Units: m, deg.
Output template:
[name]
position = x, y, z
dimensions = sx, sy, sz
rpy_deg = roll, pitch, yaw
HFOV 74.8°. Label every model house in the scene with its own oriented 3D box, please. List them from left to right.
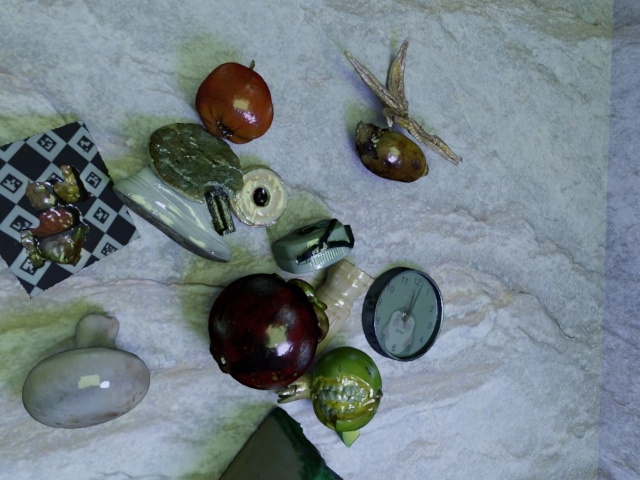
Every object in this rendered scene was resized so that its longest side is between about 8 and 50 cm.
[model house]
position = -0.045, 0.705, 1.059
dimensions = 0.342, 0.382, 0.335
rpy_deg = 46, 73, -18

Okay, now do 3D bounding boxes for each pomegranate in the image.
[pomegranate]
position = 0.027, 0.420, 1.197
dimensions = 0.301, 0.236, 0.236
rpy_deg = 0, 93, 7

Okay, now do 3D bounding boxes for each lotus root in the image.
[lotus root]
position = 0.228, -0.256, 1.301
dimensions = 0.314, 0.169, 0.142
rpy_deg = 20, 98, -31

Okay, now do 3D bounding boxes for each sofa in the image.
[sofa]
position = -0.261, -0.073, 1.090
dimensions = 0.039, 0.060, 0.118
rpy_deg = -22, 102, -31

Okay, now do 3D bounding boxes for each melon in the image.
[melon]
position = 0.111, 0.531, 1.329
dimensions = 0.209, 0.064, 0.118
rpy_deg = -46, 112, -23

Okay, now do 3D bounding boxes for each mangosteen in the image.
[mangosteen]
position = -0.129, 0.220, 1.052
dimensions = 0.311, 0.311, 0.312
rpy_deg = -1, 93, -30

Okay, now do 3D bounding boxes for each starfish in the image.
[starfish]
position = 0.263, -0.424, 1.294
dimensions = 0.383, 0.132, 0.399
rpy_deg = 0, 72, -51

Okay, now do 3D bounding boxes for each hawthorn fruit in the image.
[hawthorn fruit]
position = -0.203, -0.360, 1.046
dimensions = 0.196, 0.196, 0.226
rpy_deg = 26, 67, -28

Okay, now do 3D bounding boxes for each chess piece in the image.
[chess piece]
position = 0.028, 0.201, 1.247
dimensions = 0.137, 0.137, 0.301
rpy_deg = 33, 87, -27

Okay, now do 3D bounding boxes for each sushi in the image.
[sushi]
position = -0.569, -0.073, 0.884
dimensions = 0.294, 0.059, 0.292
rpy_deg = -45, 121, -50

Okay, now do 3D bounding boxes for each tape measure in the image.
[tape measure]
position = 0.000, 0.000, 1.163
dimensions = 0.235, 0.207, 0.115
rpy_deg = -24, 101, -24

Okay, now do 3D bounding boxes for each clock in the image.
[clock]
position = 0.286, 0.248, 1.415
dimensions = 0.318, 0.066, 0.319
rpy_deg = -1, 92, -30

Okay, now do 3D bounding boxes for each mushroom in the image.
[mushroom]
position = -0.499, 0.277, 0.906
dimensions = 0.243, 0.243, 0.244
rpy_deg = -1, 93, -30

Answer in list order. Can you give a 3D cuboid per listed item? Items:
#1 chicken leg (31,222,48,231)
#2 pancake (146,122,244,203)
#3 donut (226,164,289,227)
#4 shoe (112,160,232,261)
[chicken leg]
position = -0.649, -0.054, 0.876
dimensions = 0.089, 0.048, 0.219
rpy_deg = -38, 109, -27
[pancake]
position = -0.298, -0.191, 1.009
dimensions = 0.253, 0.037, 0.254
rpy_deg = 23, 43, -24
[donut]
position = -0.173, -0.119, 1.136
dimensions = 0.174, 0.068, 0.175
rpy_deg = -3, 96, -29
[shoe]
position = -0.327, -0.082, 1.024
dimensions = 0.316, 0.124, 0.159
rpy_deg = 38, 66, -26
